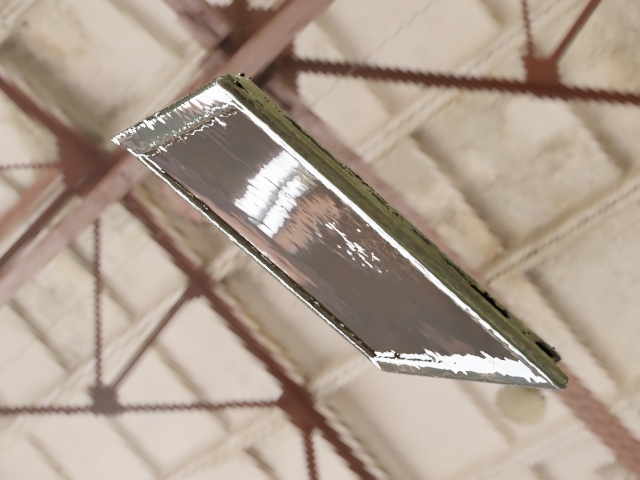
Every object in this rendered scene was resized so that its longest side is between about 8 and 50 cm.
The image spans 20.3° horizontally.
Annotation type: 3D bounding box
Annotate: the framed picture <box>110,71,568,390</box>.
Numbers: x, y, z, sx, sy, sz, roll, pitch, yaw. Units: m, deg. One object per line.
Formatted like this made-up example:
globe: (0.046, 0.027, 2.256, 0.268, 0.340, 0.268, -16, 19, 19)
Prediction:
framed picture: (0.000, 0.000, 0.910, 0.217, 0.017, 0.274, 42, -13, -12)
